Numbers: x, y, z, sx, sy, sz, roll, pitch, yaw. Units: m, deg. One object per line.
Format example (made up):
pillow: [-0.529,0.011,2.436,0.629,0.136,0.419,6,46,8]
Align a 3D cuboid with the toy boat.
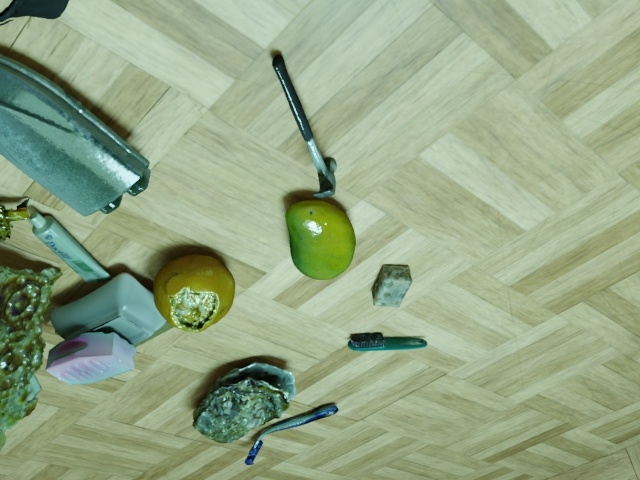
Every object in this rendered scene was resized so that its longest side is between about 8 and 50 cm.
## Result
toy boat: [-0.393,-0.158,0.952,0.141,0.092,0.319,-28,130,24]

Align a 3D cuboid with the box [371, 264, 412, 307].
box: [0.146,0.095,1.379,0.062,0.045,0.098,3,141,-11]

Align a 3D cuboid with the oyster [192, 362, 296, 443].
oyster: [-0.210,0.399,1.633,0.351,0.158,0.162,-32,93,37]

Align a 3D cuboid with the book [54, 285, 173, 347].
book: [-0.413,0.170,1.393,0.230,0.026,0.161,-29,136,24]

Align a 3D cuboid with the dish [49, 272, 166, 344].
dish: [-0.409,0.162,1.304,0.212,0.077,0.151,-25,136,20]

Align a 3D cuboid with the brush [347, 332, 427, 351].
brush: [0.158,0.233,1.556,0.193,0.043,0.032,-1,124,-10]

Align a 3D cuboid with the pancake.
pancake: [-0.566,0.223,1.156,0.066,0.305,0.427,20,105,16]

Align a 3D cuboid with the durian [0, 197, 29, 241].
durian: [-0.588,-0.023,1.042,0.237,0.138,0.193,2,140,-14]

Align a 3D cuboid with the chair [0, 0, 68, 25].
chair: [-0.407,-0.314,0.750,0.145,0.221,0.140,44,132,7]

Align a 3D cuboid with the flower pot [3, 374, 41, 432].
flower pot: [-0.689,0.256,1.307,0.239,0.209,0.190,-3,141,-7]

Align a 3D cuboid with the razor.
razor: [-0.088,0.520,1.857,0.324,0.093,0.056,-34,99,23]

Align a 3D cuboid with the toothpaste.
toothpaste: [-0.448,0.019,1.195,0.064,0.041,0.218,-5,145,15]

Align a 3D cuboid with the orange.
orange: [-0.236,0.100,1.254,0.154,0.134,0.155,-8,148,-5]

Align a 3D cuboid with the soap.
soap: [-0.441,0.224,1.270,0.149,0.056,0.100,-20,137,16]

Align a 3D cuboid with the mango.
mango: [0.004,0.001,1.209,0.122,0.086,0.191,-4,142,1]

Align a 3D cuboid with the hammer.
hammer: [-0.023,-0.165,1.009,0.029,0.103,0.246,-12,134,14]
